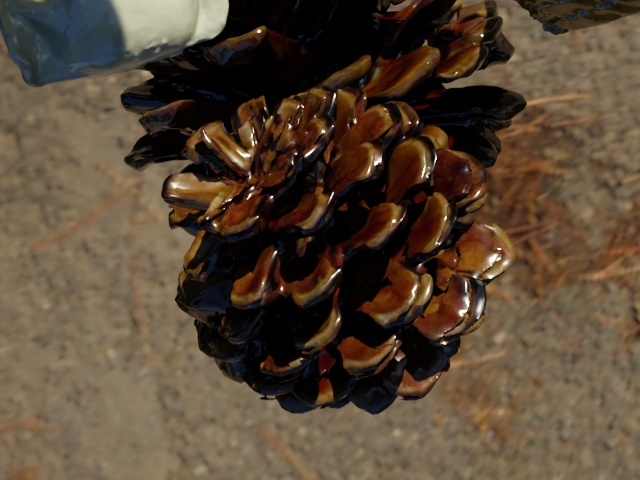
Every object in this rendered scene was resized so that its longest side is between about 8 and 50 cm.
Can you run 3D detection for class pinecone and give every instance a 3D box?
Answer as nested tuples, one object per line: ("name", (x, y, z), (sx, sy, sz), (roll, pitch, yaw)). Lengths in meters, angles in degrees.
("pinecone", (0.000, 0.000, 1.183), (0.221, 0.221, 0.221), (4, 101, 20))
("pinecone", (-0.020, -0.168, 1.790), (0.398, 0.398, 0.397), (4, 101, 20))

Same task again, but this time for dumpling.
("dumpling", (-0.164, -0.197, 1.446), (0.169, 0.100, 0.134), (-14, 95, 3))

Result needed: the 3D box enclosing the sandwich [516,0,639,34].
("sandwich", (0.300, -0.325, 1.575), (0.249, 0.095, 0.273), (-7, 59, 42))
